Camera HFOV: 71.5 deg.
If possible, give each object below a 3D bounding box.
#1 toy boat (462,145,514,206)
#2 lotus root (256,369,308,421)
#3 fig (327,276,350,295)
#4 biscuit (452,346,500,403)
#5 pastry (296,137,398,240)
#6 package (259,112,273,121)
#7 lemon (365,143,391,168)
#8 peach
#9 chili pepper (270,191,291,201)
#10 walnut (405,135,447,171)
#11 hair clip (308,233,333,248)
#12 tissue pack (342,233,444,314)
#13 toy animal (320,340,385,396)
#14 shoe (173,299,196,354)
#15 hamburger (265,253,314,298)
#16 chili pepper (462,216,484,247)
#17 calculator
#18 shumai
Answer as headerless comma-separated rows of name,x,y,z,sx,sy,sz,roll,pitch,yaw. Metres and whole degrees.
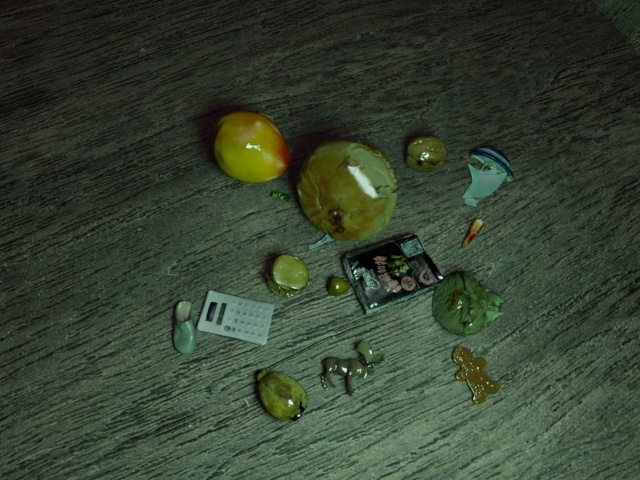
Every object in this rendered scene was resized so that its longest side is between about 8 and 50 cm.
toy boat,0.714,-0.272,1.939,0.221,0.067,0.291,34,72,7
lotus root,-0.139,0.518,1.505,0.214,0.138,0.138,34,69,19
fig,0.070,0.175,1.688,0.088,0.074,0.073,3,67,-22
biscuit,0.560,0.485,1.638,0.138,0.031,0.205,-29,75,-17
pastry,0.103,-0.195,1.692,0.410,0.409,0.245,34,41,8
package,-0.256,-0.485,1.924,0.071,0.047,0.131,21,69,0
lemon,0.191,-0.313,1.841,0.207,0.170,0.170,42,70,10
peach,-0.273,-0.365,1.757,0.308,0.289,0.288,7,67,-22
chili pepper,-0.161,-0.180,1.827,0.091,0.034,0.030,15,101,-1
walnut,0.456,-0.370,1.903,0.184,0.155,0.155,3,68,-4
hair clip,0.000,0.001,1.772,0.115,0.030,0.039,-26,54,-17
tissue pack,0.270,0.121,1.707,0.333,0.123,0.244,-18,66,-16
toy animal,0.115,0.447,1.573,0.215,0.093,0.186,11,59,7
shoe,-0.484,0.301,1.574,0.079,0.078,0.195,-4,65,-8
hamburger,-0.111,0.136,1.657,0.185,0.131,0.159,18,59,-6
chili pepper,0.631,-0.029,1.850,0.045,0.027,0.178,33,68,11
calculator,-0.310,0.281,1.630,0.262,0.021,0.161,12,68,-2
shumai,0.564,0.252,1.676,0.218,0.189,0.255,16,50,-19
